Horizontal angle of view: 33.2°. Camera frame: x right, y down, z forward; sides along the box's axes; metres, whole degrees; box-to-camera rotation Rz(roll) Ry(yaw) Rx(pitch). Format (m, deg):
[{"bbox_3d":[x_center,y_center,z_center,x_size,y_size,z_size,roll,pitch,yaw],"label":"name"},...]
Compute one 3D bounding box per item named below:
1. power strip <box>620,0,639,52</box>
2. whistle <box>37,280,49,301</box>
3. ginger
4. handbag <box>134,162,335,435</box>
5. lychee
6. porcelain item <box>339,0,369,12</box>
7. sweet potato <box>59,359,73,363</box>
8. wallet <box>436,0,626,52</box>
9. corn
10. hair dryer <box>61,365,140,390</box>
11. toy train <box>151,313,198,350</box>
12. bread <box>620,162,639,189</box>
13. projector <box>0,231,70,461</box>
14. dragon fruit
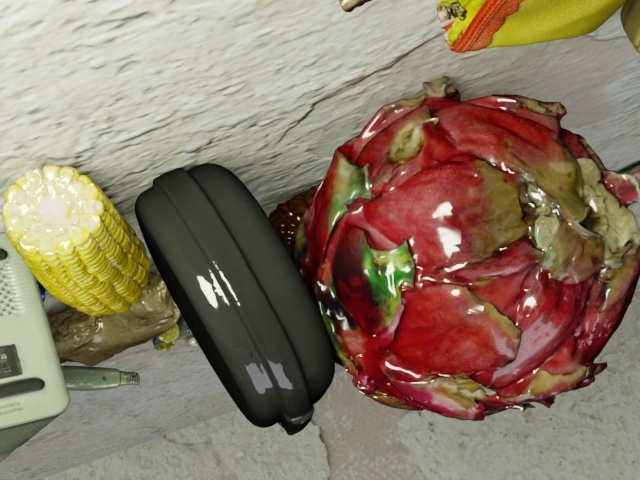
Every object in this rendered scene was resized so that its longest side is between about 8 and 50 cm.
[{"bbox_3d":[0.293,-0.220,0.854,0.064,0.044,0.305,-21,168,0],"label":"power strip"},{"bbox_3d":[-0.304,0.052,1.115,0.083,0.029,0.033,-7,-160,-28],"label":"whistle"},{"bbox_3d":[-0.232,0.091,1.294,0.213,0.074,0.137,-34,162,27],"label":"ginger"},{"bbox_3d":[-0.074,0.056,0.981,0.093,0.253,0.308,-30,170,-11],"label":"handbag"},{"bbox_3d":[0.000,0.002,1.171,0.129,0.123,0.123,-3,160,-28],"label":"lychee"},{"bbox_3d":[-0.021,-0.171,0.555,0.084,0.054,0.213,-23,166,24],"label":"porcelain item"},{"bbox_3d":[-0.314,0.144,1.434,0.117,0.049,0.049,-27,166,26],"label":"sweet potato"},{"bbox_3d":[0.177,-0.198,0.724,0.141,0.067,0.241,-14,167,-16],"label":"wallet"},{"bbox_3d":[-0.207,0.009,0.934,0.093,0.093,0.244,-19,167,-3],"label":"corn"},{"bbox_3d":[-0.385,0.183,1.389,0.219,0.088,0.225,-10,166,33],"label":"hair dryer"},{"bbox_3d":[-0.141,0.095,1.436,0.202,0.081,0.060,-7,162,-23],"label":"toy train"},{"bbox_3d":[0.542,-0.101,1.748,0.228,0.033,0.228,-20,169,-4],"label":"bread"},{"bbox_3d":[-0.349,0.120,0.992,0.163,0.177,0.242,-8,164,-37],"label":"projector"},{"bbox_3d":[0.128,0.014,0.988,0.329,0.329,0.329,-19,167,-5],"label":"dragon fruit"}]
